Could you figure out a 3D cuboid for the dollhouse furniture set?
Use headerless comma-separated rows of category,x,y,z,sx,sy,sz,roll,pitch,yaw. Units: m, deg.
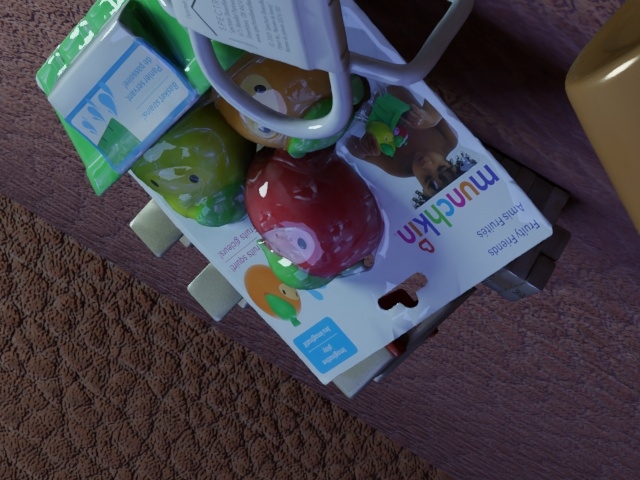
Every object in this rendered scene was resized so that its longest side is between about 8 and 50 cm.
dollhouse furniture set,0.000,0.000,1.657,0.259,0.135,0.262,47,-157,10

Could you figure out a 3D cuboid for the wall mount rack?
wall mount rack,-0.065,-0.227,1.084,0.304,0.130,0.350,20,149,23

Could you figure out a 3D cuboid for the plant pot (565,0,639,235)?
plant pot,0.250,-0.061,0.849,0.203,0.291,0.291,47,165,-6

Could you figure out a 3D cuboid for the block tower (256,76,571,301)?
block tower,0.055,-0.071,1.597,0.335,0.091,0.097,31,167,-5

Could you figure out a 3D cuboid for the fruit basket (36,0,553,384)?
fruit basket,-0.041,-0.065,1.397,0.353,0.165,0.327,52,140,-1
